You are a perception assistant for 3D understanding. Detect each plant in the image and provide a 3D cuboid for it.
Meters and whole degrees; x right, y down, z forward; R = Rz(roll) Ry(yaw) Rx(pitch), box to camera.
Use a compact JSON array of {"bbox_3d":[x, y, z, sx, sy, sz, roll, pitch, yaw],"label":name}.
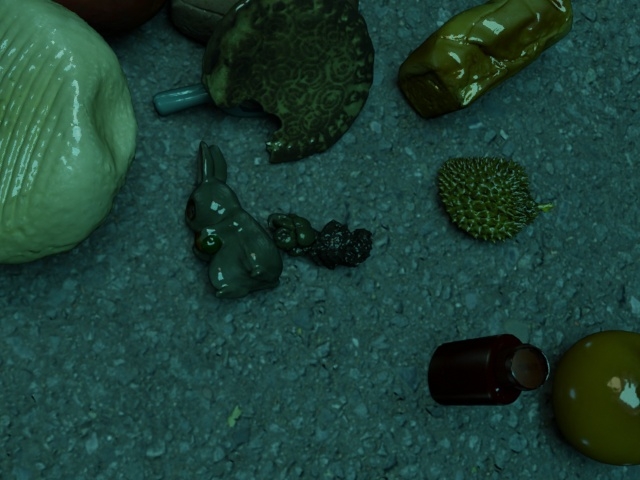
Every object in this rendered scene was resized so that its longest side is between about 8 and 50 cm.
[{"bbox_3d":[0.000,0.000,1.288,0.174,0.087,0.085,12,46,-18],"label":"plant"}]

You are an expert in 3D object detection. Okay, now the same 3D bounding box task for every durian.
[{"bbox_3d":[0.297,-0.068,1.374,0.208,0.102,0.146,12,70,-17],"label":"durian"}]

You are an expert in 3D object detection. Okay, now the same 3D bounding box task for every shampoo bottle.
[{"bbox_3d":[0.238,0.189,1.217,0.064,0.260,0.102,15,76,-14],"label":"shampoo bottle"}]

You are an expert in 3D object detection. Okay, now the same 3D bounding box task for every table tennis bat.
[{"bbox_3d":[-0.138,-0.236,1.275,0.237,0.149,0.038,-15,53,0],"label":"table tennis bat"}]

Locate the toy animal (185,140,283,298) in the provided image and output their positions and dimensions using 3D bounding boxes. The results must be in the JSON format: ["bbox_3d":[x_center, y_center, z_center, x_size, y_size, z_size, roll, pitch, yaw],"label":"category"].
[{"bbox_3d":[-0.143,-0.023,1.248,0.108,0.138,0.236,-38,63,20],"label":"toy animal"}]

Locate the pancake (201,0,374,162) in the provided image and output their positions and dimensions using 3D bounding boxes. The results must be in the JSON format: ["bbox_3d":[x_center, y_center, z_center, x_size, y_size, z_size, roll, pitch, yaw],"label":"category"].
[{"bbox_3d":[-0.044,-0.242,1.250,0.288,0.286,0.033,-5,38,-29],"label":"pancake"}]

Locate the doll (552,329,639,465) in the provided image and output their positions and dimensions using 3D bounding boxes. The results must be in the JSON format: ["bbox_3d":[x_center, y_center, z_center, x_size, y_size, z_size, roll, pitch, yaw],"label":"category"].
[{"bbox_3d":[0.471,0.238,1.287,0.214,0.236,0.213,2,77,-10],"label":"doll"}]

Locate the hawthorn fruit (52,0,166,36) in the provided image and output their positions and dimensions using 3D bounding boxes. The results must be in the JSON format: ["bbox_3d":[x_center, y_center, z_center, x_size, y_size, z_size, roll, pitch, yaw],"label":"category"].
[{"bbox_3d":[-0.368,-0.403,1.176,0.308,0.276,0.276,-19,84,0],"label":"hawthorn fruit"}]

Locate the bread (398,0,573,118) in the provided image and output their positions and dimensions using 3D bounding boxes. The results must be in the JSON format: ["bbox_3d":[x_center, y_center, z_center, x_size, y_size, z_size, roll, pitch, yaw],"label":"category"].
[{"bbox_3d":[0.275,-0.320,1.381,0.294,0.167,0.132,-37,90,-19],"label":"bread"}]

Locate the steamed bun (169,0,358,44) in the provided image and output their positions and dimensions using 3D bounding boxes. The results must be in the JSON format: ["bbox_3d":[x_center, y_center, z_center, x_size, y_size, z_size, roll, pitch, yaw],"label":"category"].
[{"bbox_3d":[-0.072,-0.411,1.282,0.301,0.199,0.251,7,77,-16],"label":"steamed bun"}]

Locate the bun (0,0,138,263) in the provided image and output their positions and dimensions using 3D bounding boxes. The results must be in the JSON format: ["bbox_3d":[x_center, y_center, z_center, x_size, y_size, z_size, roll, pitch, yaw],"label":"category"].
[{"bbox_3d":[-0.410,-0.144,1.110,0.353,0.227,0.348,23,89,5],"label":"bun"}]
